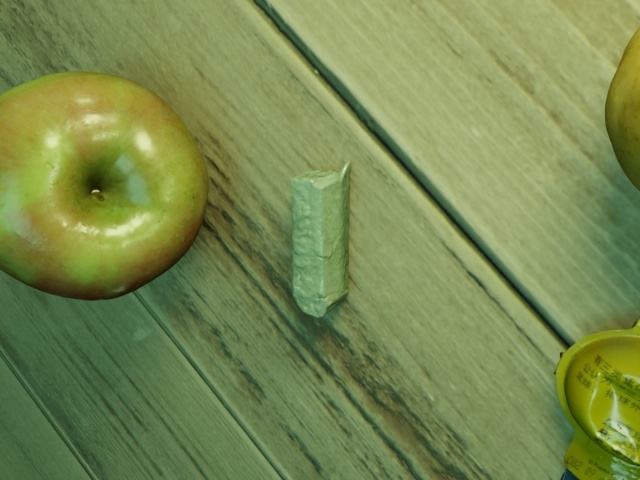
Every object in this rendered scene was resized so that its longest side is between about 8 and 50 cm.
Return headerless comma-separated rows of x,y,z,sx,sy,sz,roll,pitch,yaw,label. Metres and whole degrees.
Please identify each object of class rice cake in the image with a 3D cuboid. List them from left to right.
0.000,0.001,0.901,0.063,0.069,0.206,15,119,32,rice cake

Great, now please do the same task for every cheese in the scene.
0.324,0.198,0.740,0.177,0.069,0.270,25,126,28,cheese

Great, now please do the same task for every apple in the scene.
-0.325,-0.072,0.969,0.277,0.319,0.319,5,116,67,apple

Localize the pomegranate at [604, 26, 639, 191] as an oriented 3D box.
0.316,-0.114,0.537,0.196,0.196,0.196,16,119,32,pomegranate
